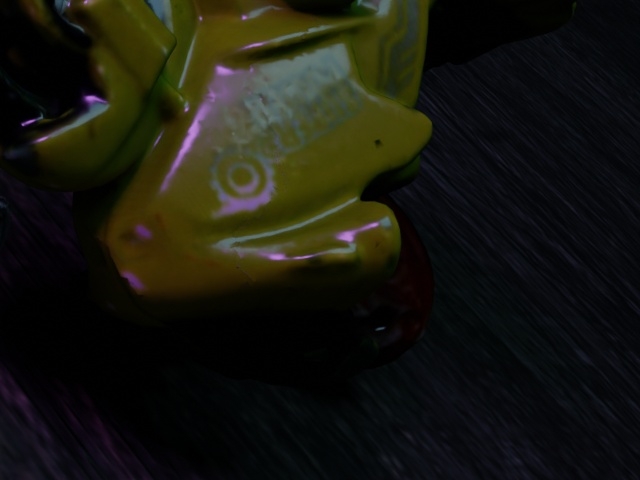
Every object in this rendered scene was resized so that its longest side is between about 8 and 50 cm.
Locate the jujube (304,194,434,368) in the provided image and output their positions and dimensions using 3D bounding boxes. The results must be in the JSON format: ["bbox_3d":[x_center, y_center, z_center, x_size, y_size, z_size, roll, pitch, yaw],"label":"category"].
[{"bbox_3d":[0.000,0.000,0.796,0.077,0.077,0.129,26,23,-31],"label":"jujube"}]

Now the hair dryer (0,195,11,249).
[{"bbox_3d":[-0.159,-0.043,0.627,0.195,0.075,0.219,29,8,12],"label":"hair dryer"}]

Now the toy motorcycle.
[{"bbox_3d":[0.001,-0.071,0.691,0.142,0.206,0.342,2,24,34],"label":"toy motorcycle"}]
